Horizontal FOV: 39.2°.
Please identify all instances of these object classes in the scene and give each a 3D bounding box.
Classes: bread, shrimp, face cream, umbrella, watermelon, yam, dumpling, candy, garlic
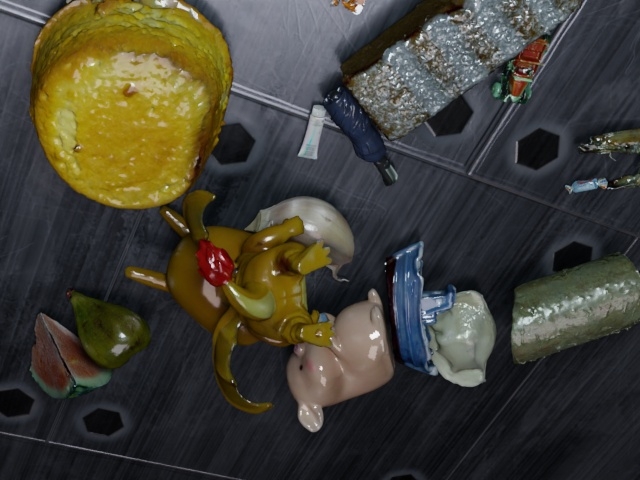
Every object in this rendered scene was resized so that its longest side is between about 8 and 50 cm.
[{"bbox_3d":[0.236,-0.350,1.543,0.416,0.113,0.165,-36,121,19],"label":"bread"},{"bbox_3d":[0.607,-0.160,1.781,0.217,0.051,0.150,-1,134,-6],"label":"shrimp"},{"bbox_3d":[-0.013,-0.199,1.675,0.038,0.020,0.115,6,126,-13],"label":"face cream"},{"bbox_3d":[0.087,-0.192,1.674,0.071,0.071,0.248,-32,128,15],"label":"umbrella"},{"bbox_3d":[-0.311,-0.229,1.500,0.337,0.204,0.358,3,124,-16],"label":"bread"},{"bbox_3d":[-0.545,0.263,1.865,0.202,0.207,0.136,41,86,-14],"label":"watermelon"},{"bbox_3d":[0.534,0.145,1.921,0.304,0.168,0.168,-19,127,8],"label":"yam"},{"bbox_3d":[0.299,0.206,1.974,0.166,0.126,0.216,6,140,21],"label":"dumpling"},{"bbox_3d":[0.536,-0.109,1.809,0.083,0.020,0.030,-12,123,33],"label":"candy"},{"bbox_3d":[0.004,0.003,1.788,0.266,0.148,0.128,39,77,-25],"label":"garlic"}]

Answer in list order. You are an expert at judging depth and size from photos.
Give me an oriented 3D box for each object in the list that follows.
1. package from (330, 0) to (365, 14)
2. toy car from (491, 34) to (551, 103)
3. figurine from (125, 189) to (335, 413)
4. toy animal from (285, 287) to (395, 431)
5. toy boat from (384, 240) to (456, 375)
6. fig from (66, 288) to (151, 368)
[{"bbox_3d":[0.055,-0.436,1.501,0.077,0.033,0.110,16,118,-7],"label":"package"},{"bbox_3d":[0.364,-0.312,1.625,0.073,0.054,0.143,7,124,-12],"label":"toy car"},{"bbox_3d":[-0.153,0.062,1.635,0.268,0.387,0.401,-31,113,-29],"label":"figurine"},{"bbox_3d":[0.040,0.249,1.913,0.256,0.195,0.213,-20,119,10],"label":"toy animal"},{"bbox_3d":[0.215,0.146,1.883,0.142,0.129,0.309,-4,110,10],"label":"toy boat"},{"bbox_3d":[-0.437,0.173,1.856,0.133,0.185,0.126,-42,160,16],"label":"fig"}]
